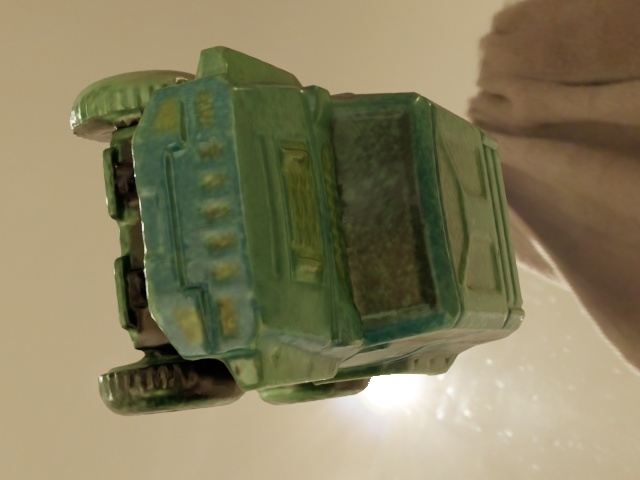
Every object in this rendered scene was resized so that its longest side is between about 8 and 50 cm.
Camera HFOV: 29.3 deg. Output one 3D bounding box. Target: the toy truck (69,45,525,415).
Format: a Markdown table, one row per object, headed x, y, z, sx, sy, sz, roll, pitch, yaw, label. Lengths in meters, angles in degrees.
| x | y | z | sx | sy | sz | roll | pitch | yaw | label |
| --- | --- | --- | --- | --- | --- | --- | --- | --- | --- |
| 0.000 | 0.000 | 0.607 | 0.279 | 0.156 | 0.154 | 11 | -111 | -66 | toy truck |
